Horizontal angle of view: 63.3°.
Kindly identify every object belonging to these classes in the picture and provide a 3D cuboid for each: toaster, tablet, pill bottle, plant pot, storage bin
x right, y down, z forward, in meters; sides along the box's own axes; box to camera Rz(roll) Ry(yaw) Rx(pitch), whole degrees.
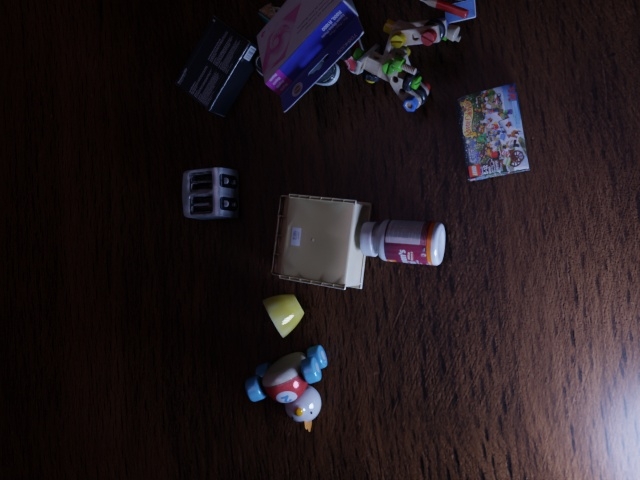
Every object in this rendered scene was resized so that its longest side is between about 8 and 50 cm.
[{"bbox_3d":[-0.373,-0.157,1.749,0.186,0.110,0.168,-1,88,25],"label":"toaster"},{"bbox_3d":[0.395,-0.648,1.467,0.083,0.006,0.054,-4,87,23],"label":"tablet"},{"bbox_3d":[0.231,0.002,1.466,0.221,0.121,0.121,4,91,25],"label":"pill bottle"},{"bbox_3d":[-0.108,0.221,1.622,0.095,0.134,0.134,-30,76,-4],"label":"plant pot"},{"bbox_3d":[0.000,0.000,1.571,0.260,0.123,0.262,8,93,25],"label":"storage bin"}]

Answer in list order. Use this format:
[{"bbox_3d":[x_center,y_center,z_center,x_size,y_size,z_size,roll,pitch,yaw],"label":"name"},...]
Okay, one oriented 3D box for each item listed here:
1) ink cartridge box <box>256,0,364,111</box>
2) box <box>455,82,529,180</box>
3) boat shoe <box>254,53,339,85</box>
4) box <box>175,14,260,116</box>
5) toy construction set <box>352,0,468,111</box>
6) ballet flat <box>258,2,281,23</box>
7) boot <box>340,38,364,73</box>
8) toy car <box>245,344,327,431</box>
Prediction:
[{"bbox_3d":[-0.046,-0.586,1.470,0.324,0.071,0.330,-38,47,31],"label":"ink cartridge box"},{"bbox_3d":[0.465,-0.290,1.407,0.159,0.044,0.233,-10,85,24],"label":"box"},{"bbox_3d":[-0.089,-0.559,1.638,0.302,0.091,0.114,11,94,24],"label":"boat shoe"},{"bbox_3d":[-0.341,-0.583,1.747,0.184,0.103,0.261,40,105,17],"label":"box"},{"bbox_3d":[0.225,-0.542,1.421,0.237,0.257,0.309,30,78,18],"label":"toy construction set"},{"bbox_3d":[-0.116,-0.699,1.669,0.067,0.073,0.206,-46,75,2],"label":"ballet flat"},{"bbox_3d":[0.049,-0.626,1.532,0.088,0.176,0.244,-28,77,23],"label":"boot"},{"bbox_3d":[-0.068,0.473,1.563,0.219,0.210,0.238,-22,93,11],"label":"toy car"}]
